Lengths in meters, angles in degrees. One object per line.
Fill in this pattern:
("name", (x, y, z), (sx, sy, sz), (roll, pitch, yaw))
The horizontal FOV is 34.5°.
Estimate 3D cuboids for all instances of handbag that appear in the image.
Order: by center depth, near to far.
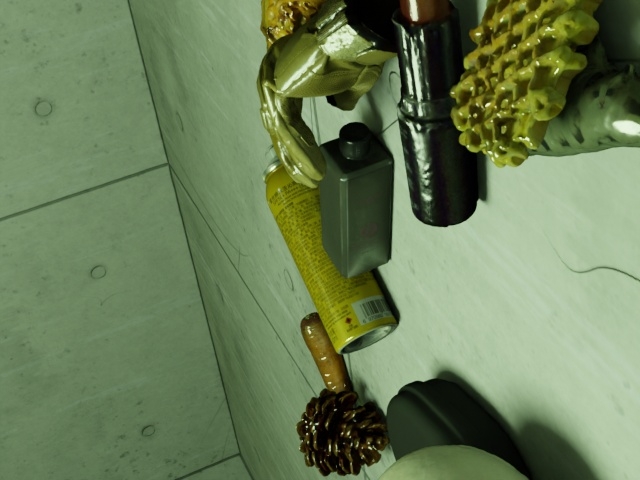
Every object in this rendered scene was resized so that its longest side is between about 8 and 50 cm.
("handbag", (0.190, 0.318, 1.374), (0.308, 0.093, 0.253), (42, 150, 60))

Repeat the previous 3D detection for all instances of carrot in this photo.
("carrot", (0.022, 0.245, 1.941), (0.247, 0.059, 0.059), (70, 166, -16))

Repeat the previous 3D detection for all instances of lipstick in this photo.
("lipstick", (0.116, -0.147, 1.045), (0.081, 0.081, 0.299), (-129, 23, -50))

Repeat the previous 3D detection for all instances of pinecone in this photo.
("pinecone", (0.042, 0.343, 1.822), (0.173, 0.174, 0.173), (160, 90, -75))

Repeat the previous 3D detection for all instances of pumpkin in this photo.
("pumpkin", (-0.013, -0.329, 1.261), (0.278, 0.111, 0.163), (110, 153, -70))

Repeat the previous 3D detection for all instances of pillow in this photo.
("pillow", (0.202, -0.116, 0.847), (0.241, 0.051, 0.093), (-174, 77, -74))

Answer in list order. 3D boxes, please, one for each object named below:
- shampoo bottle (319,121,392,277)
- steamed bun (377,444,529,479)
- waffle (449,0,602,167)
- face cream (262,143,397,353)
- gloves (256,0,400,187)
("shampoo bottle", (0.048, -0.058, 1.403), (0.079, 0.080, 0.246), (56, 160, 37))
("steamed bun", (0.149, 0.379, 1.153), (0.283, 0.177, 0.283), (26, 127, 39))
("waffle", (0.163, -0.147, 0.836), (0.191, 0.038, 0.191), (-163, 90, -72))
("face cream", (0.000, 0.000, 1.597), (0.105, 0.105, 0.348), (107, 140, -66))
("gloves", (-0.002, -0.185, 1.197), (0.331, 0.141, 0.154), (-45, 23, 56))
